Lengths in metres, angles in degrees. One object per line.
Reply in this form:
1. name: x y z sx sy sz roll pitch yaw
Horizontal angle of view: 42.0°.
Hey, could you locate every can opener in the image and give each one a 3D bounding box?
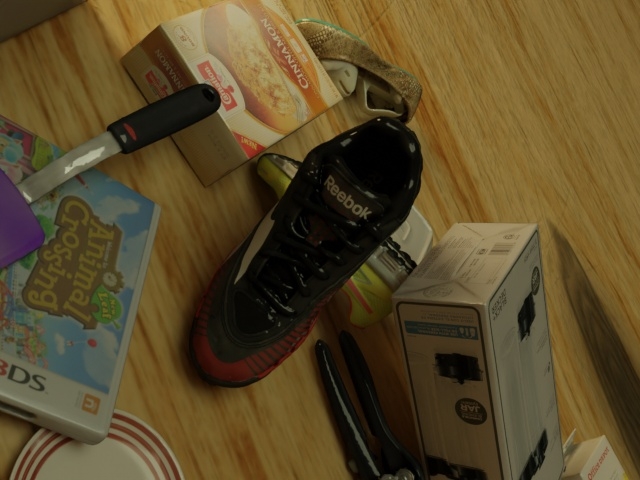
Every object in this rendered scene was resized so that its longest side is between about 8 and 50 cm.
1. can opener: 0.042 0.175 0.775 0.059 0.073 0.186 -26 83 -13

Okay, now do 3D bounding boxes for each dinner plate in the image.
1. dinner plate: -0.152 0.185 0.574 0.141 0.017 0.141 27 50 -37

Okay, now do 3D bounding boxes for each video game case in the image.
1. video game case: -0.215 0.013 0.589 0.193 0.023 0.212 32 44 -29

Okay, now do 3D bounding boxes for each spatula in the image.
1. spatula: -0.174 -0.062 0.624 0.296 0.030 0.084 -37 94 -41

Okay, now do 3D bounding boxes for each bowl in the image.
1. bowl: 0.068 -0.007 0.905 0.142 0.053 0.142 51 40 -15

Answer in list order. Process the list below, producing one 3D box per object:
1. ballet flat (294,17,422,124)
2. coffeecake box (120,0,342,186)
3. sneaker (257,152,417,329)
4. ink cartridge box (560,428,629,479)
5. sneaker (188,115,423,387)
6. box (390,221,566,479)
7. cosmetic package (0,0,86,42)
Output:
1. ballet flat: 0.045 -0.190 0.981 0.206 0.073 0.067 19 69 -36
2. coffeecake box: -0.080 -0.157 0.819 0.142 0.068 0.185 57 39 -7
3. sneaker: 0.000 0.000 0.807 0.208 0.094 0.081 47 15 16
4. ink cartridge box: 0.295 0.296 0.942 0.092 0.090 0.143 -26 87 -52
5. sneaker: -0.008 0.001 0.680 0.097 0.135 0.276 40 74 4
6. box: 0.160 0.146 0.797 0.169 0.087 0.290 -43 126 -50
7. cosmetic package: -0.271 -0.303 0.488 0.329 0.327 0.394 53 40 -11
